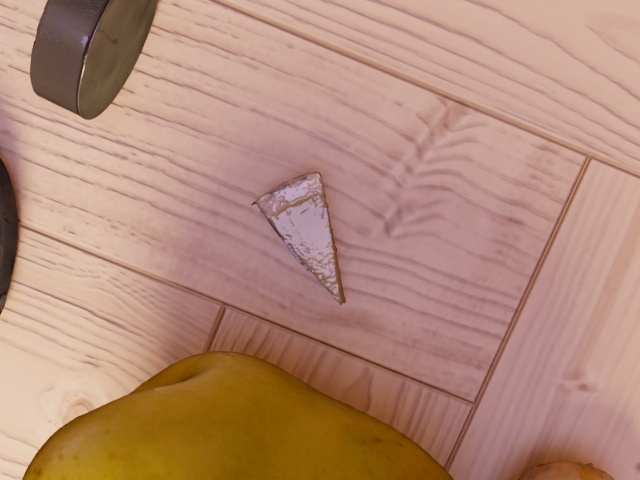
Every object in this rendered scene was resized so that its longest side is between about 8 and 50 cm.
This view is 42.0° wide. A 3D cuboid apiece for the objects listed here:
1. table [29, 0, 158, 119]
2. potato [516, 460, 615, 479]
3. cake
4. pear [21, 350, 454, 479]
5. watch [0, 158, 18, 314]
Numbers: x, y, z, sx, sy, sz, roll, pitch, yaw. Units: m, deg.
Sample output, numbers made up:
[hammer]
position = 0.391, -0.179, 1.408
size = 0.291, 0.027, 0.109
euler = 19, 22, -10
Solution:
[table]
position = -0.177, -0.165, 0.661
size = 0.043, 0.133, 0.133
euler = 25, 99, -2
[potato]
position = 0.210, 0.279, 0.735
size = 0.118, 0.109, 0.178
euler = 12, 94, 22
[cake]
position = 0.000, 0.000, 0.723
size = 0.065, 0.052, 0.121
euler = -34, 96, 4
[pear]
position = -0.042, 0.288, 0.627
size = 0.362, 0.362, 0.418
euler = -31, 92, 6
[watch]
position = -0.357, -0.020, 0.725
size = 0.193, 0.068, 0.206
euler = 19, 103, -5
